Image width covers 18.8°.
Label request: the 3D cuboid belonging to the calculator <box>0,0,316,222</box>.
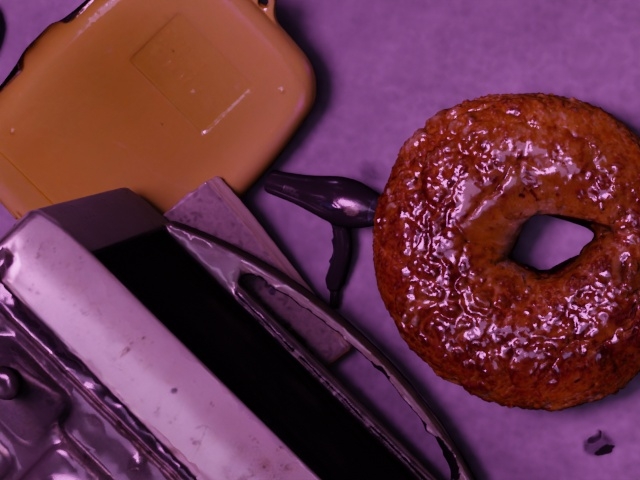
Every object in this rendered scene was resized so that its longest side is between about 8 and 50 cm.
[{"bbox_3d":[-0.112,-0.071,1.172,0.157,0.033,0.236,45,110,-9],"label":"calculator"}]

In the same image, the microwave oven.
[{"bbox_3d":[-0.089,0.208,1.070,0.394,0.247,0.333,45,104,2],"label":"microwave oven"}]

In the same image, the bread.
[{"bbox_3d":[0.117,0.007,1.113,0.193,0.064,0.193,1,92,15],"label":"bread"}]

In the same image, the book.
[{"bbox_3d":[-0.097,0.069,1.193,0.199,0.016,0.138,-37,99,17],"label":"book"}]

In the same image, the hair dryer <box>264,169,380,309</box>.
[{"bbox_3d":[0.000,0.000,1.173,0.079,0.031,0.083,14,106,28],"label":"hair dryer"}]
